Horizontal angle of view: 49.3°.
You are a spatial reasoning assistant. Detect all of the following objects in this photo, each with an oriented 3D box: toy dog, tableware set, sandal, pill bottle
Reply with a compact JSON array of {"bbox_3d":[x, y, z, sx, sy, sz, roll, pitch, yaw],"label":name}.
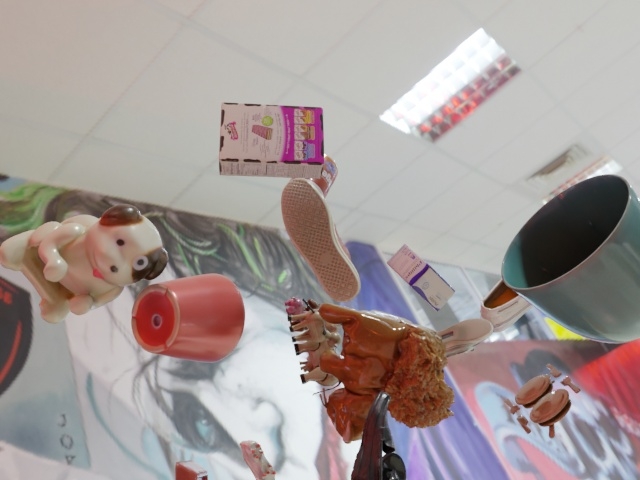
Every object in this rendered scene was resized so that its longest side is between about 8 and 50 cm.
[{"bbox_3d":[-0.620,0.048,1.980,0.408,0.285,0.395,-9,20,38],"label":"toy dog"},{"bbox_3d":[0.435,0.313,1.351,0.128,0.039,0.194,-41,2,4],"label":"tableware set"},{"bbox_3d":[0.159,0.644,1.701,0.097,0.254,0.054,36,-32,-21],"label":"sandal"},{"bbox_3d":[-0.034,-0.162,2.106,0.121,0.121,0.216,-57,4,48],"label":"pill bottle"}]

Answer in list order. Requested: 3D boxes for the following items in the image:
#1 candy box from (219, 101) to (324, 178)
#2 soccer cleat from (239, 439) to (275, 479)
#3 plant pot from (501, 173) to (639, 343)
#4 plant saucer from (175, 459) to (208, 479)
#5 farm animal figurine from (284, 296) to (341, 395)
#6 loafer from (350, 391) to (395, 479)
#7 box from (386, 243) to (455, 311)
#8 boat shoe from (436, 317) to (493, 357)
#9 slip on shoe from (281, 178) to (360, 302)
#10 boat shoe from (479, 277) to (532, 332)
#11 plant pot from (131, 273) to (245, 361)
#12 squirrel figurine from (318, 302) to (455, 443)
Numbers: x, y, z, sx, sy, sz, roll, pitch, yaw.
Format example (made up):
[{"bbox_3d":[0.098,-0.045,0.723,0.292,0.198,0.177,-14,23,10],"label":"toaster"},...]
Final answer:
[{"bbox_3d":[-0.111,-0.226,1.584,0.233,0.159,0.071,3,-27,-7],"label":"candy box"},{"bbox_3d":[-0.200,0.722,2.243,0.076,0.196,0.068,-1,25,45],"label":"soccer cleat"},{"bbox_3d":[0.541,0.058,1.348,0.293,0.235,0.293,-45,13,13],"label":"plant pot"},{"bbox_3d":[-0.297,0.653,1.646,0.047,0.258,0.259,-3,-17,-4],"label":"plant saucer"},{"bbox_3d":[-0.001,0.322,2.228,0.172,0.327,0.330,-12,2,-3],"label":"farm animal figurine"},{"bbox_3d":[0.126,0.439,1.517,0.078,0.223,0.076,12,-32,11],"label":"loafer"},{"bbox_3d":[0.255,0.093,1.771,0.072,0.137,0.126,-46,-56,3],"label":"box"},{"bbox_3d":[0.420,0.298,2.084,0.227,0.079,0.081,-24,-51,30],"label":"boat shoe"},{"bbox_3d":[0.000,0.000,1.742,0.123,0.331,0.101,-29,-2,6],"label":"slip on shoe"},{"bbox_3d":[0.639,0.124,2.225,0.367,0.136,0.156,-36,-47,-15],"label":"boat shoe"},{"bbox_3d":[-0.397,0.228,2.039,0.275,0.275,0.243,-39,-23,23],"label":"plant pot"},{"bbox_3d":[0.171,0.400,1.959,0.281,0.397,0.370,15,-92,-57],"label":"squirrel figurine"}]
